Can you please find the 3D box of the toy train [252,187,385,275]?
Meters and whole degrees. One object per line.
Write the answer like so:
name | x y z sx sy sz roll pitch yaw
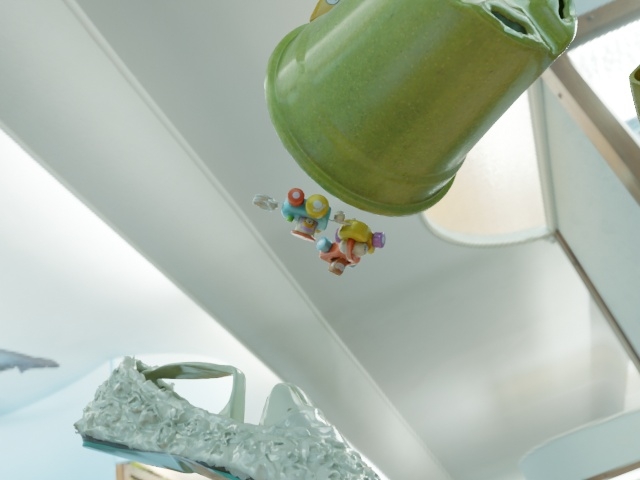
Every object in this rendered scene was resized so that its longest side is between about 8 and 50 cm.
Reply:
toy train | 0.000 0.000 0.730 0.166 0.046 0.125 31 -25 -34

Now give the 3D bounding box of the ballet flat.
ballet flat | -0.090 0.200 0.669 0.409 0.147 0.147 7 -29 28

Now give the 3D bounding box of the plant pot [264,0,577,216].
plant pot | 0.116 -0.201 0.684 0.276 0.276 0.254 7 -26 -28

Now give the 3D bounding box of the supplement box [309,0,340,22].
supplement box | 0.148 -0.419 1.034 0.194 0.356 0.195 25 -9 7

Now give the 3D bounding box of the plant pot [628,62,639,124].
plant pot | 0.556 -0.175 0.830 0.212 0.212 0.187 -44 -40 -14
